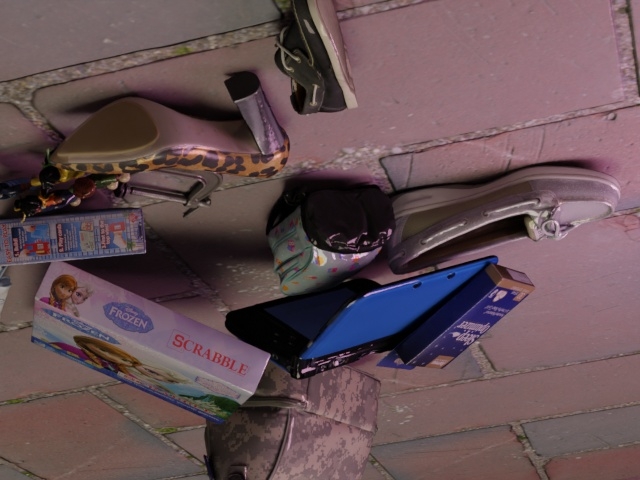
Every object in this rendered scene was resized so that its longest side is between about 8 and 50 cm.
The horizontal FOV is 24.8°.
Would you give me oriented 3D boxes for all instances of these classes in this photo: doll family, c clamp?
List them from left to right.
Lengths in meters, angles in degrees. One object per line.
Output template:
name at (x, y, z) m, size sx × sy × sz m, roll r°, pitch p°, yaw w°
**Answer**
doll family at (-0.325, -0.064, 1.727) m, size 0.193 × 0.076 × 0.111 m, roll -24°, pitch -176°, yaw 25°
c clamp at (-0.197, -0.064, 1.854) m, size 0.161 × 0.022 × 0.137 m, roll 13°, pitch 150°, yaw -38°

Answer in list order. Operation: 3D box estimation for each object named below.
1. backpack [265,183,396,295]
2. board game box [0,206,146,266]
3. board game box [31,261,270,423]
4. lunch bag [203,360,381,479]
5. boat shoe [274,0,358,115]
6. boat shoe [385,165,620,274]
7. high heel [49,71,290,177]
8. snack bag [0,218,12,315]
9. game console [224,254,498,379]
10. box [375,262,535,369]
backpack at (0.000, 0.000, 1.934) m, size 0.152 × 0.115 × 0.182 m, roll 4°, pitch 158°, yaw -29°
board game box at (-0.342, -0.005, 1.839) m, size 0.194 × 0.060 × 0.194 m, roll -5°, pitch -177°, yaw -24°
board game box at (-0.251, 0.152, 2.063) m, size 0.319 × 0.065 × 0.318 m, roll 24°, pitch 162°, yaw -4°
lunch bag at (-0.054, 0.330, 2.466) m, size 0.213 × 0.256 × 0.305 m, roll -5°, pitch 161°, yaw 31°
boat shoe at (-0.011, -0.194, 1.524) m, size 0.079 × 0.084 × 0.233 m, roll -8°, pitch 159°, yaw 4°
boat shoe at (0.243, -0.024, 1.946) m, size 0.321 × 0.103 × 0.118 m, roll -7°, pitch 156°, yaw 5°
high heel at (-0.167, -0.093, 1.697) m, size 0.261 × 0.093 × 0.186 m, roll -17°, pitch 149°, yaw 4°
snack bag at (-0.572, 0.089, 1.974) m, size 0.323 × 0.037 × 0.342 m, roll -16°, pitch 159°, yaw -26°
game console at (0.055, 0.071, 2.033) m, size 0.293 × 0.250 × 0.173 m, roll -12°, pitch 122°, yaw -41°
box at (0.192, 0.122, 2.069) m, size 0.225 × 0.036 × 0.136 m, roll -42°, pitch 157°, yaw 17°
